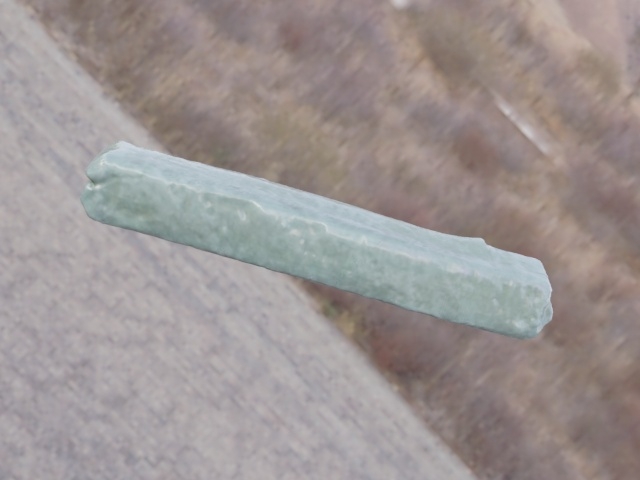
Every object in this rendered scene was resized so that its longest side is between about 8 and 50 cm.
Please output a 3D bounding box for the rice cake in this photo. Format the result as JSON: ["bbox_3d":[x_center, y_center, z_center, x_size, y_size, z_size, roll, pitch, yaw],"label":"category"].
[{"bbox_3d":[0.000,0.000,0.464,0.170,0.029,0.033,15,17,-5],"label":"rice cake"}]
